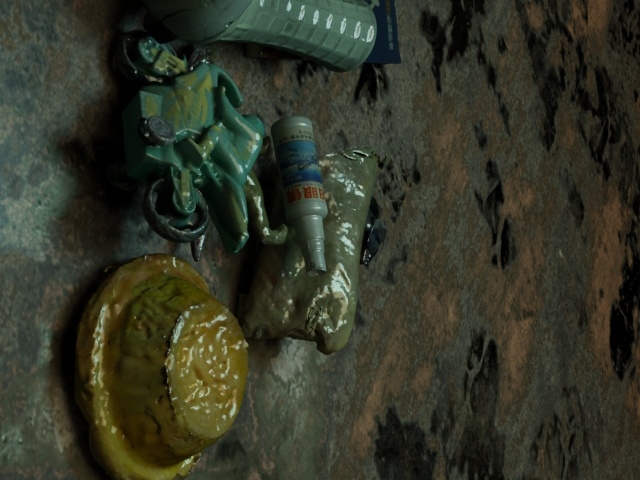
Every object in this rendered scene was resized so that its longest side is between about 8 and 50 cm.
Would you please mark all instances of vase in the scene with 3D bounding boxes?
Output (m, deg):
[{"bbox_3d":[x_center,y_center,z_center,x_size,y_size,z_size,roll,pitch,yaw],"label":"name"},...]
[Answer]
[{"bbox_3d":[-0.054,-0.304,1.769,0.299,0.143,0.143,8,77,-51],"label":"vase"}]

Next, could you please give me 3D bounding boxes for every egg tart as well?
[{"bbox_3d":[-0.175,0.154,1.539,0.288,0.118,0.288,6,83,-60],"label":"egg tart"}]

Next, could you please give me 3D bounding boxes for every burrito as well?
[{"bbox_3d":[-0.010,-0.006,1.824,0.175,0.107,0.347,28,61,-24],"label":"burrito"}]

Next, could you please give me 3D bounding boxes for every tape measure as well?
[{"bbox_3d":[-0.077,-0.354,1.565,0.084,0.330,0.164,41,21,-51],"label":"tape measure"}]

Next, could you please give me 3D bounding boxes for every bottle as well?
[{"bbox_3d":[-0.023,-0.057,1.755,0.060,0.060,0.217,20,56,-57],"label":"bottle"}]

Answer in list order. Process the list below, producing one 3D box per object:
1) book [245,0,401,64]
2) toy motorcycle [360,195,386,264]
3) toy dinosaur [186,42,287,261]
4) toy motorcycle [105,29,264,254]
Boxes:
[{"bbox_3d":[-0.004,-0.418,2.013,0.428,0.039,0.300,-12,94,-59],"label":"book"},{"bbox_3d":[0.037,-0.015,1.955,0.122,0.082,0.213,63,35,-32],"label":"toy motorcycle"},{"bbox_3d":[-0.127,-0.109,1.713,0.162,0.077,0.294,19,53,-52],"label":"toy dinosaur"},{"bbox_3d":[-0.153,-0.116,1.581,0.198,0.109,0.296,12,53,-31],"label":"toy motorcycle"}]
